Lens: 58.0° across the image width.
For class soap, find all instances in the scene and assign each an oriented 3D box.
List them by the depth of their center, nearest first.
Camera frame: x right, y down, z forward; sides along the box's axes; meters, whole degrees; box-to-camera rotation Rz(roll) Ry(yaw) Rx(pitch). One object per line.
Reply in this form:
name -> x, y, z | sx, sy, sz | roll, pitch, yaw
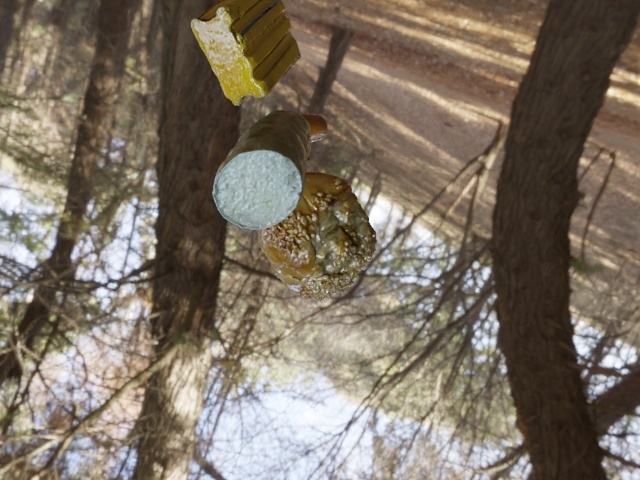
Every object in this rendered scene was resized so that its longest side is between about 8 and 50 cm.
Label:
soap -> -0.152, -0.449, 1.283 | 0.096, 0.204, 0.324 | -12, -150, 23

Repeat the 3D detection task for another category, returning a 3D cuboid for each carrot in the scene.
carrot -> -0.060, -0.248, 1.300 | 0.087, 0.087, 0.193 | 26, -144, 24

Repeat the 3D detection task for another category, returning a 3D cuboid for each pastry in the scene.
pastry -> 0.000, 0.000, 1.305 | 0.310, 0.255, 0.162 | 59, 172, -31

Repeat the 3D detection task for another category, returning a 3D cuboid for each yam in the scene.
yam -> -0.077, -0.138, 0.965 | 0.133, 0.133, 0.330 | 19, -152, -3
